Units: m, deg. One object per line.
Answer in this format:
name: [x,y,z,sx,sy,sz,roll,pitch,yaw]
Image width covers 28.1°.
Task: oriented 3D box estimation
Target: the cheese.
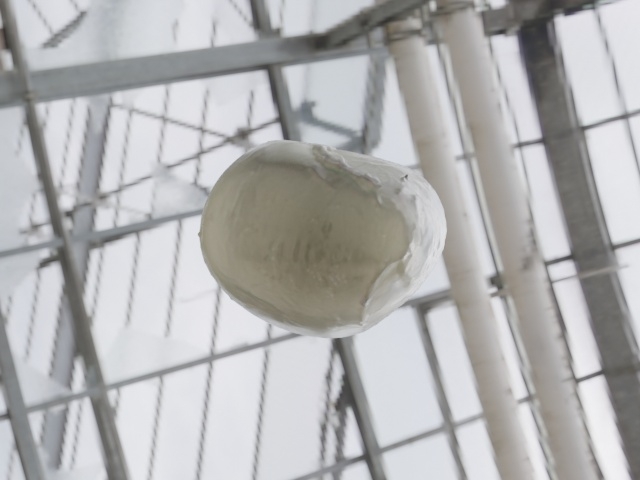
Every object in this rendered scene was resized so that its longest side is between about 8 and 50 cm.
cheese: [0.000,0.000,1.025,0.198,0.189,0.154,10,98,-82]
